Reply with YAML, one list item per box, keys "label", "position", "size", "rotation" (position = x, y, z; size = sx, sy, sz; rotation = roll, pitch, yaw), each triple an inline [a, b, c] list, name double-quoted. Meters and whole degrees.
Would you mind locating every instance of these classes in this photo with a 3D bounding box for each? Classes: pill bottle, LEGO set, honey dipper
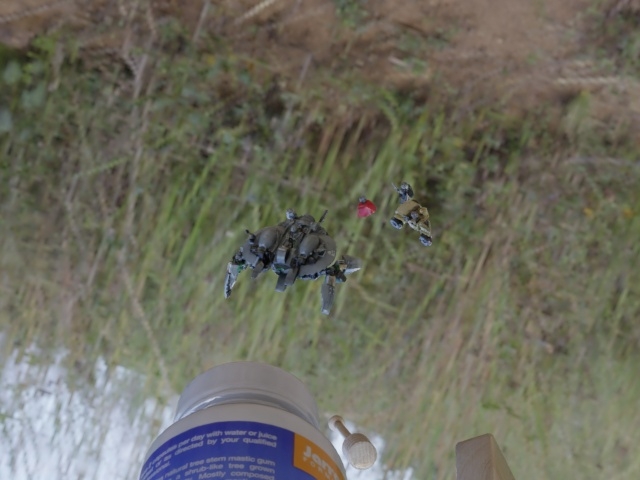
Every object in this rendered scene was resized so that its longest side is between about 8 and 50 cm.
- label: "pill bottle"
  position: [-0.054, 0.207, 0.787]
  size: [0.152, 0.152, 0.272]
  rotation: [19, -149, -12]
- label: "LEGO set"
  position: [0.000, -0.002, 0.441]
  size: [0.054, 0.083, 0.023]
  rotation: [44, 163, 42]
- label: "honey dipper"
  position: [0.028, 0.205, 1.221]
  size: [0.030, 0.030, 0.161]
  rotation: [19, -179, -11]

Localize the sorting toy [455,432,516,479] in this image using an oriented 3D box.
- label: "sorting toy"
  position: [0.108, 0.296, 0.684]
  size: [0.255, 0.089, 0.257]
  rotation: [-82, -31, -56]
